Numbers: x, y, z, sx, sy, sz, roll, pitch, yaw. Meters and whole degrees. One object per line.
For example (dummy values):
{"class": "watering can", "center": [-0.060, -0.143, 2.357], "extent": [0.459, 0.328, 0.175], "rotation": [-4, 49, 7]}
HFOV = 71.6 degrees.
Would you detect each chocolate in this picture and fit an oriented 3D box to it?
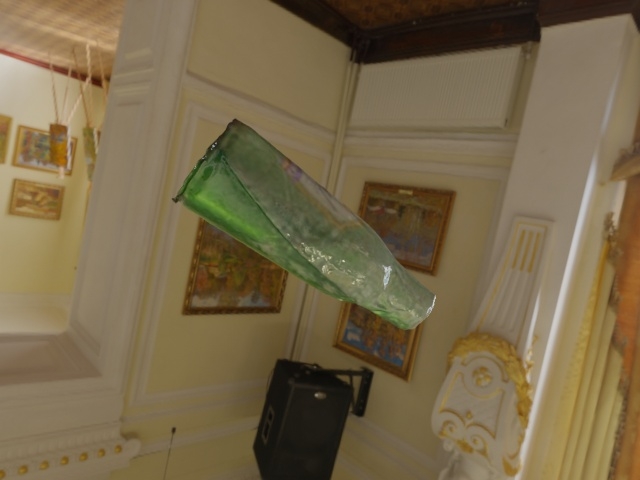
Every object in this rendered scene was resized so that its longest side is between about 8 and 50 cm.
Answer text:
{"class": "chocolate", "center": [0.000, 0.000, 0.467], "extent": [0.291, 0.110, 0.110], "rotation": [35, 176, -16]}
